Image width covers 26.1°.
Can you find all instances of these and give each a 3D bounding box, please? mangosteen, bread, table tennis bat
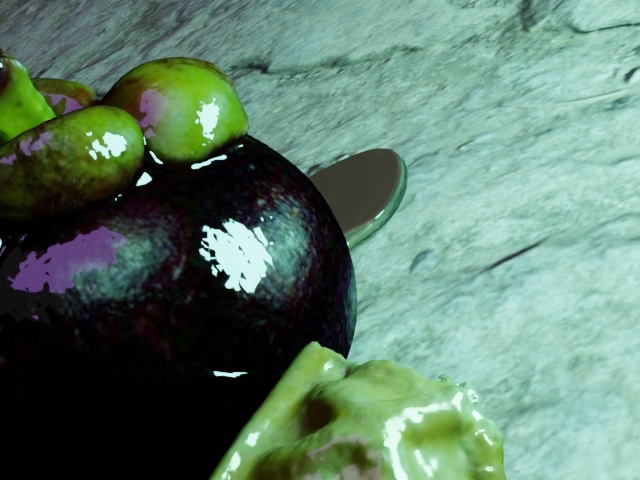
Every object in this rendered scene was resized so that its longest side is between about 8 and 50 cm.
[{"bbox_3d":[-0.121,0.030,0.767,0.288,0.287,0.233,-26,50,16],"label":"mangosteen"},{"bbox_3d":[-0.016,0.169,0.554,0.267,0.130,0.152,-54,-7,-41],"label":"bread"},{"bbox_3d":[0.000,0.000,1.010,0.138,0.022,0.246,-26,22,19],"label":"table tennis bat"}]
